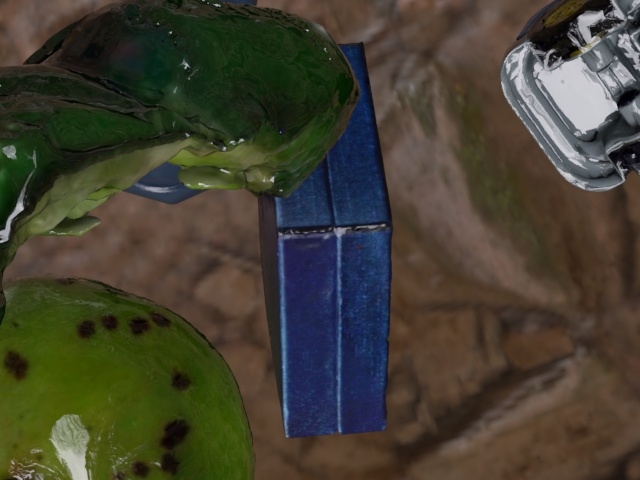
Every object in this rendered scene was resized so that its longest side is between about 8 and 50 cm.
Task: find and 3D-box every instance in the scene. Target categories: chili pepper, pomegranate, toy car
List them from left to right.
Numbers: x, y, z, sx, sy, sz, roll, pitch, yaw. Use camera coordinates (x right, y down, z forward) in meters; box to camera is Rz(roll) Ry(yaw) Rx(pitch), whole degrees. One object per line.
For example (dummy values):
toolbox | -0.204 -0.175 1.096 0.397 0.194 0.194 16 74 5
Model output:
pomegranate | -0.137 0.116 0.982 0.211 0.263 0.211 1 101 3
chili pepper | -0.091 -0.042 0.723 0.116 0.264 0.148 53 135 8
toy car | 0.193 -0.116 0.954 0.191 0.100 0.097 -32 106 20

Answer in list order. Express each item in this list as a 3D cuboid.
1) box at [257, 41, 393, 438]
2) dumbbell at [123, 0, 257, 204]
box | 0.000 0.000 1.725 0.116 0.261 0.279 -5 134 -4
dumbbell | -0.155 -0.202 1.939 0.143 0.316 0.156 -1 145 13
